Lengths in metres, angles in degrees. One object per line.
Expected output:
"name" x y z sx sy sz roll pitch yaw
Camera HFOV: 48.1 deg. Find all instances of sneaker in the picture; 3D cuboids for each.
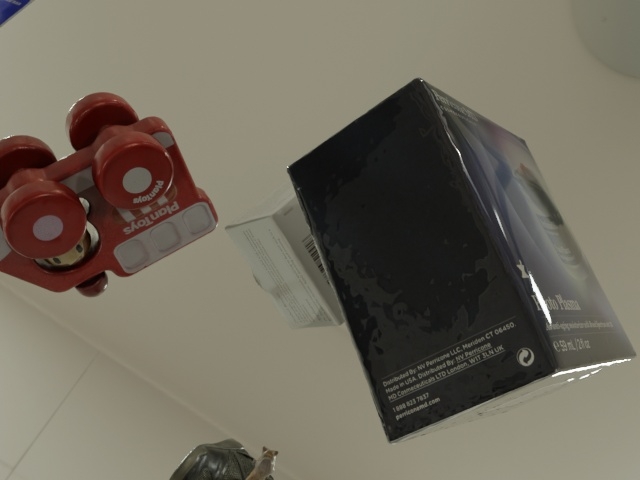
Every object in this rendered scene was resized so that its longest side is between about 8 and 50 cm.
"sneaker" -0.143 0.374 1.092 0.130 0.227 0.087 29 -88 21

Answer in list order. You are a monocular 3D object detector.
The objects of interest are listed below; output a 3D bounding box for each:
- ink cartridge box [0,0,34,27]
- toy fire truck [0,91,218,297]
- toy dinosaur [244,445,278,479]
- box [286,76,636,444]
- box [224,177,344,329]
"ink cartridge box" -0.393 -0.183 0.619 0.371 0.176 0.069 -35 -93 12
"toy fire truck" -0.308 -0.036 0.998 0.302 0.169 0.254 -32 -45 -13
"toy dinosaur" -0.119 0.294 0.743 0.211 0.112 0.064 -33 -69 13
"box" 0.156 0.026 0.756 0.182 0.296 0.294 -33 -112 28
"box" 0.000 0.000 1.000 0.119 0.182 0.181 -11 -65 51
